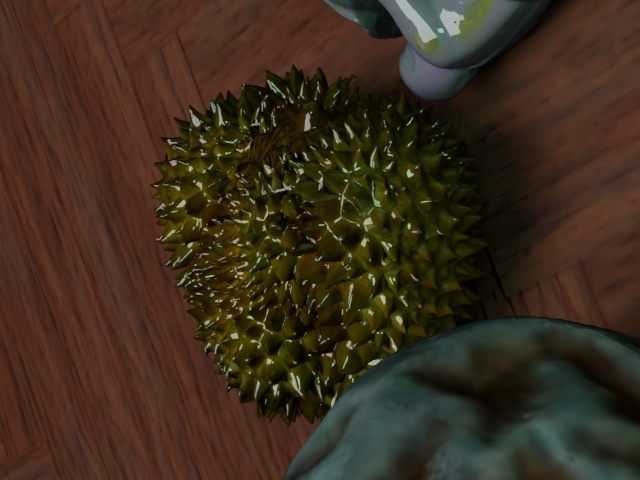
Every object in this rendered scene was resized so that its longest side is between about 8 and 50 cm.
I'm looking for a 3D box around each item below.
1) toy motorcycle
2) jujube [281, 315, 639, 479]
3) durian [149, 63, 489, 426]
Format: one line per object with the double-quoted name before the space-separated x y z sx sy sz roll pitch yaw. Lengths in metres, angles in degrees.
"toy motorcycle" 0.054 -0.131 0.804 0.225 0.073 0.152 4 108 49
"jujube" 0.113 0.171 0.680 0.308 0.246 0.215 40 129 28
"durian" 0.000 0.000 0.862 0.158 0.137 0.168 -118 21 -48
